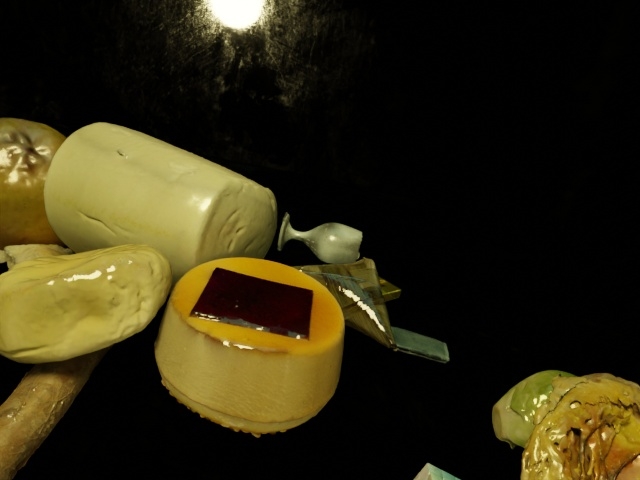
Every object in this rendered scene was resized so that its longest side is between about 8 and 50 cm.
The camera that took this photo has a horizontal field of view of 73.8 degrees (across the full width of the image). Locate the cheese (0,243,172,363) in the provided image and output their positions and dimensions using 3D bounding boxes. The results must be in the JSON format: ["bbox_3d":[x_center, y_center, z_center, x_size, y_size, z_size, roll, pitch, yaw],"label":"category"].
[{"bbox_3d":[-0.324,0.071,0.589,0.226,0.117,0.214,-16,16,-27],"label":"cheese"}]

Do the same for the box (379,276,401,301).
[{"bbox_3d":[0.107,0.127,1.113,0.193,0.030,0.121,-6,27,-44],"label":"box"}]

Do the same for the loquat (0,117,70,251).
[{"bbox_3d":[-0.598,-0.093,0.867,0.276,0.284,0.276,14,53,-20],"label":"loquat"}]

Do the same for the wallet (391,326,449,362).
[{"bbox_3d":[0.204,0.222,0.906,0.129,0.026,0.088,15,15,7],"label":"wallet"}]

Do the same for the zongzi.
[{"bbox_3d":[0.033,0.147,0.914,0.221,0.112,0.242,-3,40,-6],"label":"zongzi"}]

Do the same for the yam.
[{"bbox_3d":[-0.350,0.192,0.534,0.081,0.081,0.356,12,20,-4],"label":"yam"}]

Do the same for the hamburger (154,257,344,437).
[{"bbox_3d":[-0.100,0.155,0.654,0.300,0.176,0.300,15,22,-6],"label":"hamburger"}]

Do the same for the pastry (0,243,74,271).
[{"bbox_3d":[-0.472,0.077,0.756,0.121,0.089,0.258,-18,36,-41],"label":"pastry"}]

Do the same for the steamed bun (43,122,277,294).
[{"bbox_3d":[-0.288,-0.033,0.893,0.371,0.290,0.456,23,5,9],"label":"steamed bun"}]

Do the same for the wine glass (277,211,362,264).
[{"bbox_3d":[0.000,0.000,1.263,0.241,0.126,0.126,13,18,4],"label":"wine glass"}]

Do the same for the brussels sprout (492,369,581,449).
[{"bbox_3d":[0.378,0.284,0.688,0.183,0.145,0.131,20,-8,4],"label":"brussels sprout"}]

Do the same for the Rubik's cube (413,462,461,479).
[{"bbox_3d":[0.137,0.324,0.503,0.075,0.073,0.084,35,18,11],"label":"Rubik's cube"}]

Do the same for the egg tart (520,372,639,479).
[{"bbox_3d":[0.375,0.314,0.544,0.297,0.132,0.297,3,58,-5],"label":"egg tart"}]
